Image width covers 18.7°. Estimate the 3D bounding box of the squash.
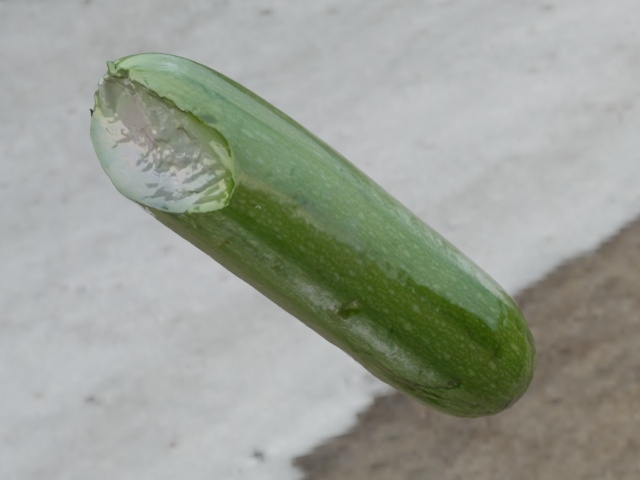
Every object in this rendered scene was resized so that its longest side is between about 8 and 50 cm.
[{"bbox_3d":[0.000,0.000,0.806,0.069,0.239,0.069,-42,25,24],"label":"squash"}]
